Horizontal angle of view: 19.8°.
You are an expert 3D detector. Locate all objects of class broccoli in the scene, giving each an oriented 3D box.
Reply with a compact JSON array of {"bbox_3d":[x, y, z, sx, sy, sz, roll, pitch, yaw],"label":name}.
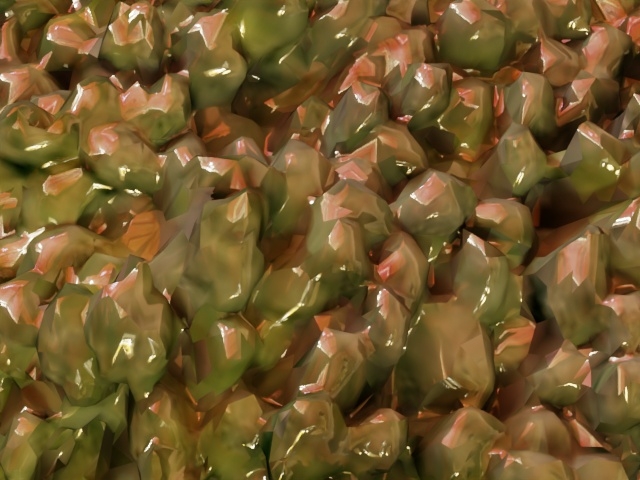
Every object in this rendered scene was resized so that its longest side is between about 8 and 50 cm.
[{"bbox_3d":[0.002,-0.014,0.478,0.272,0.334,0.324,117,-28,-75],"label":"broccoli"}]
